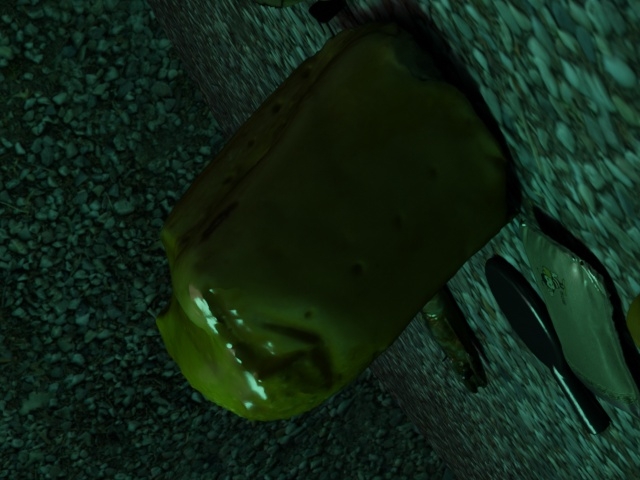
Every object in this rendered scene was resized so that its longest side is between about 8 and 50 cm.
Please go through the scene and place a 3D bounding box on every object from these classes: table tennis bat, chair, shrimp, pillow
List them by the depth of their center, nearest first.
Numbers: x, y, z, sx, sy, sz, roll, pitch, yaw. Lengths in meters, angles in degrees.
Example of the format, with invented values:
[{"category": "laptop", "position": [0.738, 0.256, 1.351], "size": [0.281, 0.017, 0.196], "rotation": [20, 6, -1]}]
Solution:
[{"category": "pillow", "position": [0.255, 0.082, 1.223], "size": [0.130, 0.038, 0.233], "rotation": [43, 164, 53]}, {"category": "chair", "position": [0.008, -0.254, 1.358], "size": [0.037, 0.042, 0.086], "rotation": [45, 168, 43]}, {"category": "table tennis bat", "position": [0.259, 0.121, 1.471], "size": [0.236, 0.027, 0.150], "rotation": [57, 174, 3]}, {"category": "shrimp", "position": [0.172, 0.099, 1.951], "size": [0.296, 0.058, 0.169], "rotation": [62, 179, -22]}]

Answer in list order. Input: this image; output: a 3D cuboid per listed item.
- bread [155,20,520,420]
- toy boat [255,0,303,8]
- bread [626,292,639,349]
[{"category": "bread", "position": [0.000, 0.000, 1.298], "size": [0.250, 0.394, 0.361], "rotation": [41, 174, -13]}, {"category": "toy boat", "position": [-0.048, -0.304, 1.323], "size": [0.188, 0.061, 0.116], "rotation": [-139, 30, -67]}, {"category": "bread", "position": [0.279, 0.081, 0.978], "size": [0.062, 0.049, 0.103], "rotation": [60, 175, -33]}]
